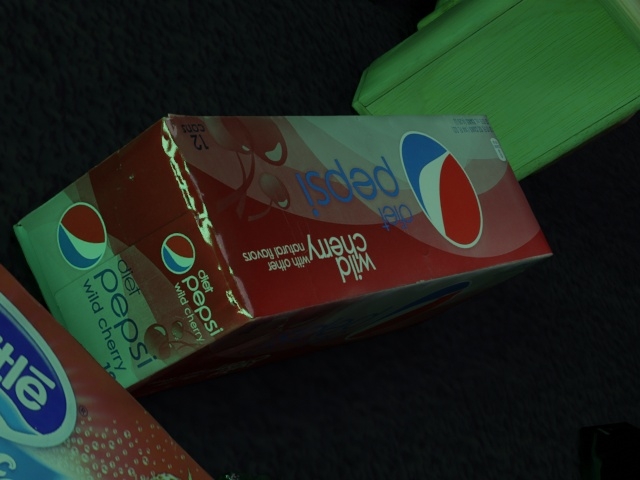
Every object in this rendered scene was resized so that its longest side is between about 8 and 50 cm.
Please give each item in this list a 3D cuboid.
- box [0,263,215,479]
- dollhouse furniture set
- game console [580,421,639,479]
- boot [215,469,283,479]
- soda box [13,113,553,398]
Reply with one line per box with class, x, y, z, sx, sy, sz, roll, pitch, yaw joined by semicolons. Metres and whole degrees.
box;-0.135;0.067;0.325;0.257;0.128;0.122;48;33;-16
dollhouse furniture set;0.131;-0.151;0.847;0.212;0.161;0.242;45;34;-20
game console;0.225;0.276;0.729;0.213;0.044;0.361;37;37;-28
boot;-0.028;0.131;0.498;0.121;0.045;0.099;38;39;-42
soda box;0.000;0.000;0.603;0.263;0.092;0.083;-9;72;-56
